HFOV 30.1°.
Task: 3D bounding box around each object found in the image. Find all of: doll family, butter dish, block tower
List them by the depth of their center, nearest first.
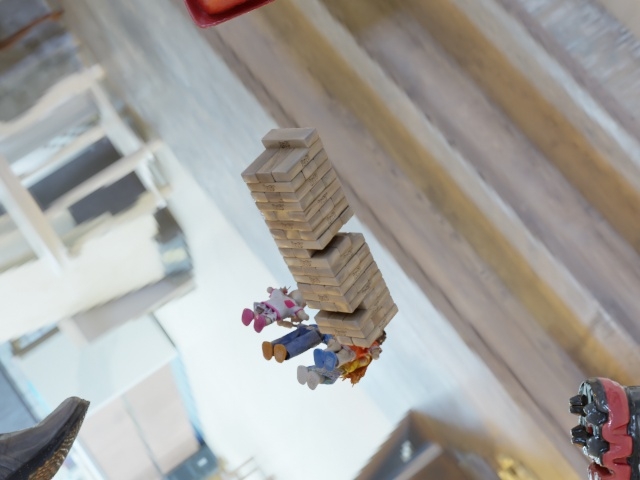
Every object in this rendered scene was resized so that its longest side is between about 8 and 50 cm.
[{"bbox_3d":[0.000,0.000,1.728,0.091,0.097,0.335,3,128,41],"label":"block tower"},{"bbox_3d":[-0.141,-0.424,1.783,0.160,0.160,0.118,65,170,1],"label":"butter dish"},{"bbox_3d":[-0.003,0.171,1.966,0.263,0.163,0.118,26,122,36],"label":"doll family"}]

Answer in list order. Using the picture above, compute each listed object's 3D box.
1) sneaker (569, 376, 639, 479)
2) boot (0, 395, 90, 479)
[{"bbox_3d":[0.326,0.271,1.183,0.097,0.135,0.276,-137,44,-85],"label":"sneaker"},{"bbox_3d":[-0.513,0.305,1.819,0.222,0.338,0.118,29,122,4],"label":"boot"}]
